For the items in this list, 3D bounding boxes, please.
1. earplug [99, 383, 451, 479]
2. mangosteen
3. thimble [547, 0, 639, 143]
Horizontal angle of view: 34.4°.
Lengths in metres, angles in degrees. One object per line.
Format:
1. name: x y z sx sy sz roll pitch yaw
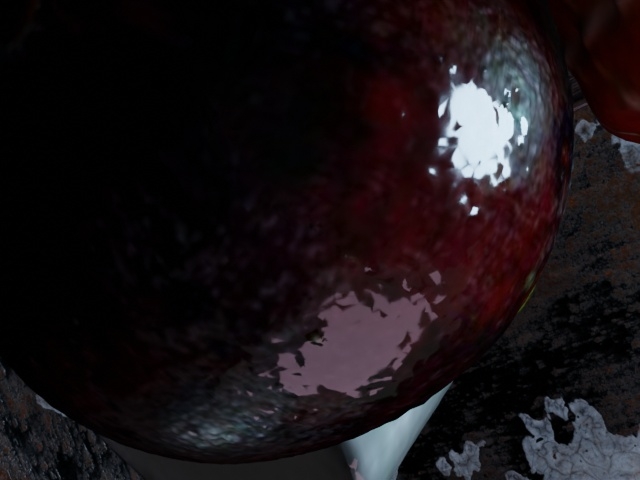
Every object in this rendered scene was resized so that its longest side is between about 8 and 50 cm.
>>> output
1. earplug: 0.000 0.000 0.832 0.312 0.313 0.394 -27 -165 51
2. mangosteen: -0.017 -0.036 0.470 0.300 0.300 0.300 -23 176 -1
3. thimble: 0.238 -0.196 0.434 0.350 0.231 0.350 -23 178 -1
